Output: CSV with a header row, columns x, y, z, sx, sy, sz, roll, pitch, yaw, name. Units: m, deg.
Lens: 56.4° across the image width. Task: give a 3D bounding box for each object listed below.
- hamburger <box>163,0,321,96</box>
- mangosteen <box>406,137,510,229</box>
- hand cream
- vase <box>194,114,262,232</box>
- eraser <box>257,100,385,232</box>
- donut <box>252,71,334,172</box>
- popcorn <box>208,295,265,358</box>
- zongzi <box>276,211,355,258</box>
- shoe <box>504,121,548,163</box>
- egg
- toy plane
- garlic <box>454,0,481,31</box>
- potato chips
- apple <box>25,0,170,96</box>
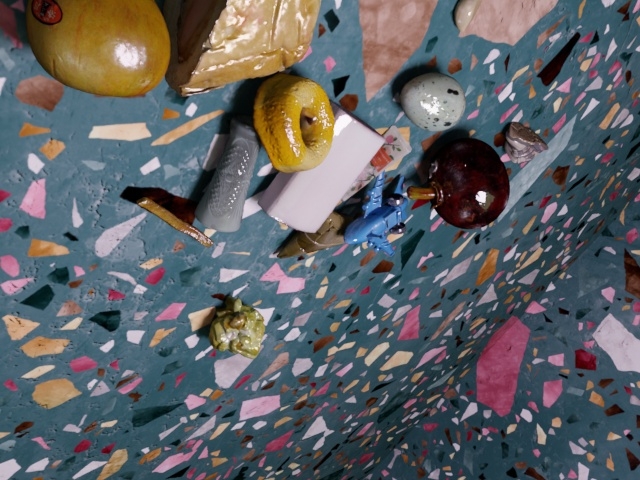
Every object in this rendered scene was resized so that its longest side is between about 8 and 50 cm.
x,y,z,sx,sy,sz,roll,pitch,yaw,name
-0.101,-0.366,0.899,0.208,0.162,0.330,-1,127,-46,hamburger
0.346,-0.138,1.530,0.261,0.236,0.236,-14,139,-13,mangosteen
0.109,-0.170,1.410,0.234,0.050,0.080,-41,111,-2,hand cream
-0.167,-0.131,1.155,0.096,0.096,0.219,-2,127,-42,vase
0.004,-0.151,1.292,0.174,0.095,0.270,17,116,-51,eraser
-0.040,-0.217,1.113,0.174,0.074,0.190,-34,122,-47,donut
-0.205,0.216,1.479,0.141,0.162,0.135,-29,-173,23,popcorn
0.000,0.000,1.476,0.176,0.079,0.160,-43,147,21,zongzi
0.574,-0.274,1.722,0.180,0.089,0.092,5,137,-44,shoe
0.246,-0.306,1.321,0.164,0.131,0.131,-8,133,-41,egg
0.147,-0.054,1.467,0.271,0.105,0.254,-43,132,-49,toy plane
0.314,-0.491,1.269,0.083,0.041,0.053,-57,148,10,garlic
-0.290,-0.038,1.189,0.026,0.037,0.204,-52,140,-2,potato chips
-0.294,-0.281,0.798,0.182,0.182,0.155,-8,125,-39,apple
